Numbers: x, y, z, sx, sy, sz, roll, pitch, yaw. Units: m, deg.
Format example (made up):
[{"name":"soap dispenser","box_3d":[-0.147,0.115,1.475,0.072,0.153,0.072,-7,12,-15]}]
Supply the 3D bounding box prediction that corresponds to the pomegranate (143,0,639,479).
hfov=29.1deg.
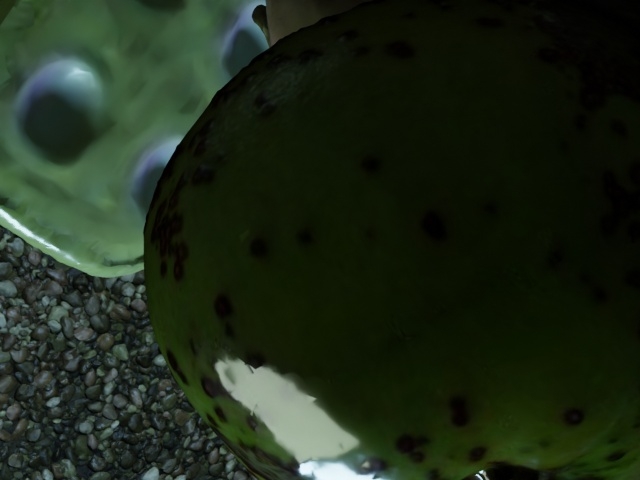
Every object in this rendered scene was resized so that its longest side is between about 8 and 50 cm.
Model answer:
[{"name":"pomegranate","box_3d":[0.050,-0.024,0.616,0.285,0.285,0.340,40,-154,-48]}]

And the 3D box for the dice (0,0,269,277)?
[{"name":"dice","box_3d":[-0.178,-0.144,0.837,0.254,0.249,0.252,33,175,40]}]
